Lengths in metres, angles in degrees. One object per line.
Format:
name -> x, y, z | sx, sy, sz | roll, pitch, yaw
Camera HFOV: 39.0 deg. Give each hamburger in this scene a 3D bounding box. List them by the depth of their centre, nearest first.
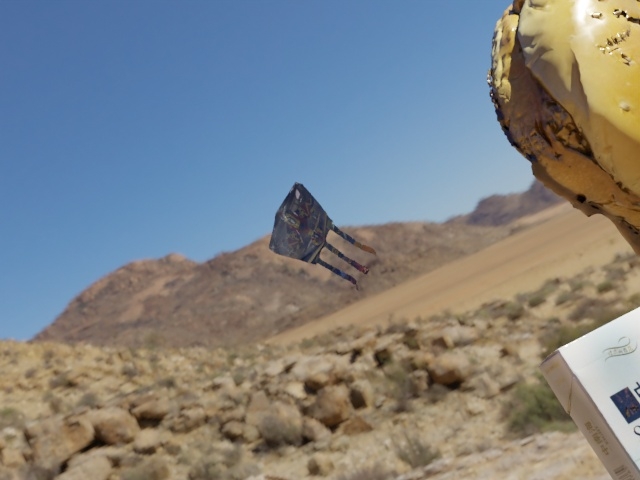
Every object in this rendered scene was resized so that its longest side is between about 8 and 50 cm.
hamburger -> 0.309, -0.131, 0.879 | 0.174, 0.305, 0.284 | -50, 21, 47

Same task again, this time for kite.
kite -> 0.001, 0.000, 1.603 | 0.015, 0.245, 0.141 | 2, -65, -47

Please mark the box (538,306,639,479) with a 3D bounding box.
box -> 0.399, 0.214, 1.098 | 0.155, 0.242, 0.067 | -20, -24, -23
